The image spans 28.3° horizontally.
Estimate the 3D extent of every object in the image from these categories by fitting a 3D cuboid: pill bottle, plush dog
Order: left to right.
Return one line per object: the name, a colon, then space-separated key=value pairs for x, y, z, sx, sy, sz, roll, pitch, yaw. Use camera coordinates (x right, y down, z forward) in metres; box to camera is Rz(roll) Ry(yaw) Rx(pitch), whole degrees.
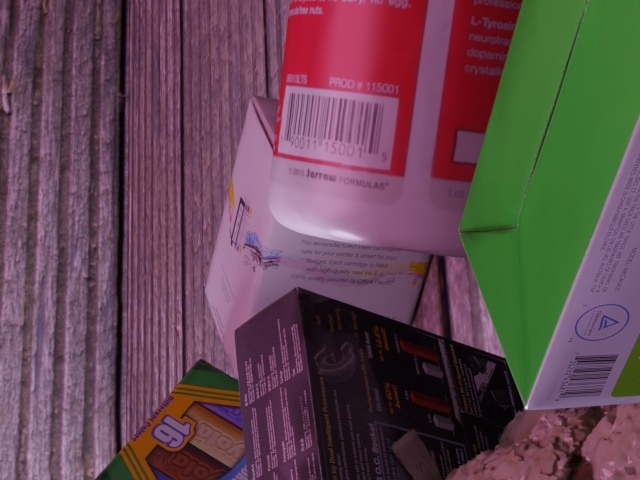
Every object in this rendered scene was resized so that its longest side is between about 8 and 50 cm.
pill bottle: x=0.094 y=-0.201 z=0.958 sx=0.229 sy=0.229 sz=0.408 roll=-157 pitch=73 yaw=-70
plush dog: x=0.176 y=0.163 z=0.741 sx=0.225 sy=0.210 sz=0.262 roll=-36 pitch=47 yaw=35

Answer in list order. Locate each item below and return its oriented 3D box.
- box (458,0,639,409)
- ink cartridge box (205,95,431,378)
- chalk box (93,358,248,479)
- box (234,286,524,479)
box: x=0.206 y=-0.058 z=0.534 sx=0.127 sy=0.231 sz=0.262 roll=-105 pitch=17 yaw=-44
ink cartridge box: x=0.000 y=0.000 z=1.267 sx=0.168 sy=0.171 sz=0.233 roll=-117 pitch=37 yaw=-57
chalk box: x=-0.051 y=0.286 z=1.210 sx=0.179 sy=0.289 sz=0.180 roll=-48 pitch=-22 yaw=-37
box: x=0.069 y=0.205 z=0.848 sx=0.076 sy=0.242 sz=0.307 roll=-36 pitch=49 yaw=36
